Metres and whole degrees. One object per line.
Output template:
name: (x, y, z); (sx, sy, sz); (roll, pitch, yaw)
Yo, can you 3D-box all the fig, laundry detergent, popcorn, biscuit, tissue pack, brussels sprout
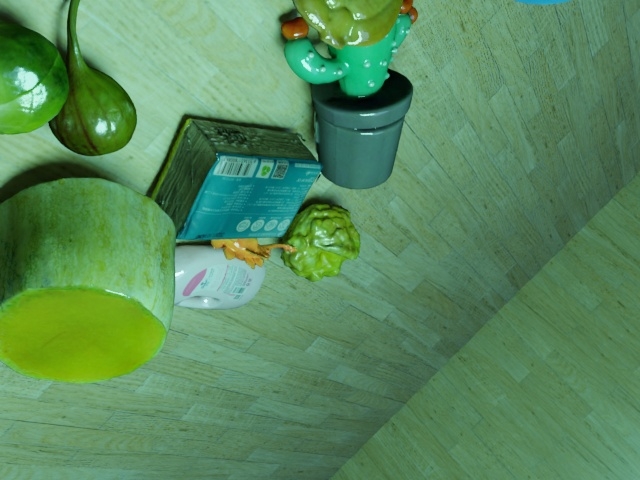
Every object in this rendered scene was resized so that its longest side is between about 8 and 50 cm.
fig: (-0.326, -0.229, 1.074); (0.124, 0.124, 0.236); (-22, 133, -31)
laundry detergent: (-0.259, 0.072, 1.547); (0.335, 0.088, 0.159); (10, 122, -53)
popcorn: (-0.004, -0.003, 1.695); (0.197, 0.155, 0.197); (-19, 159, -8)
biscuit: (0.055, -0.432, 1.220); (0.203, 0.041, 0.260); (18, 90, -24)
tissue pack: (-0.151, -0.107, 1.396); (0.271, 0.134, 0.192); (0, 130, -49)
brussels sprout: (-0.404, -0.207, 0.995); (0.155, 0.117, 0.155); (-5, 140, -4)

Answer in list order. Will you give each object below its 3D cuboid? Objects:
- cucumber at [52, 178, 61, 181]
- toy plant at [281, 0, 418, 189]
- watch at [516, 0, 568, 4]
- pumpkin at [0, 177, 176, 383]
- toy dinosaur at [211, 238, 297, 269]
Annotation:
cucumber: (-0.401, -0.057, 1.247); (0.064, 0.064, 0.112); (-46, 147, 5)
toy plant: (0.064, -0.289, 1.383); (0.279, 0.185, 0.400); (-9, 132, -13)
watch: (0.408, -0.558, 1.341); (0.305, 0.274, 0.241); (-32, 148, -9)
pumpkin: (-0.377, 0.081, 1.210); (0.332, 0.199, 0.332); (-11, 137, -10)
toy dinosaur: (-0.155, 0.006, 1.506); (0.288, 0.117, 0.070); (21, 110, -31)
